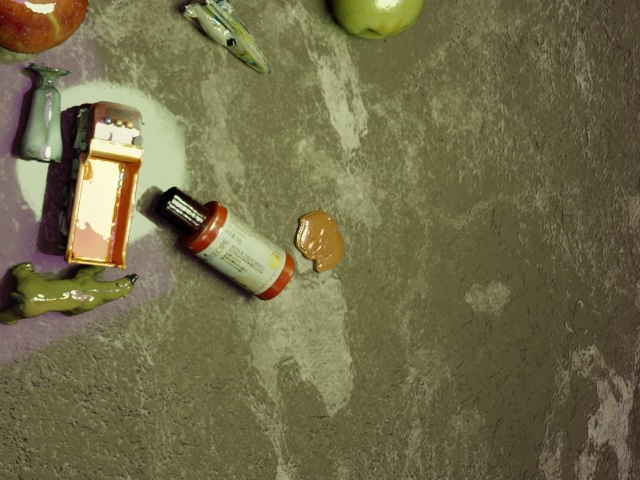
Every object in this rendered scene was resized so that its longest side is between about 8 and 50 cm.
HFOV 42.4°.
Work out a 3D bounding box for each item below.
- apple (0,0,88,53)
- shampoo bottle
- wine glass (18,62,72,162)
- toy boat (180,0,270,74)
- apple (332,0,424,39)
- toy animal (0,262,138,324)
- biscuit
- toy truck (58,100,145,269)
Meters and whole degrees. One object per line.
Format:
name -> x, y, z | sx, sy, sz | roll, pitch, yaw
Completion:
apple -> -0.465, -0.391, 1.283 | 0.201, 0.162, 0.201 | 5, 80, -31
shampoo bottle -> -0.179, -0.001, 1.518 | 0.278, 0.104, 0.104 | 38, 75, -28
wine glass -> -0.451, -0.208, 1.355 | 0.072, 0.072, 0.155 | 5, 91, -32
toy boat -> -0.162, -0.377, 1.521 | 0.210, 0.084, 0.066 | 41, 61, -34
apple -> 0.110, -0.484, 1.615 | 0.200, 0.200, 0.200 | -3, 95, -32
toy animal -> -0.421, 0.087, 1.377 | 0.219, 0.101, 0.103 | -3, 94, -32
biscuit -> 0.000, 0.000, 1.679 | 0.102, 0.019, 0.130 | -41, 113, -24
toy truck -> -0.367, -0.093, 1.375 | 0.114, 0.135, 0.270 | 8, 90, -31
